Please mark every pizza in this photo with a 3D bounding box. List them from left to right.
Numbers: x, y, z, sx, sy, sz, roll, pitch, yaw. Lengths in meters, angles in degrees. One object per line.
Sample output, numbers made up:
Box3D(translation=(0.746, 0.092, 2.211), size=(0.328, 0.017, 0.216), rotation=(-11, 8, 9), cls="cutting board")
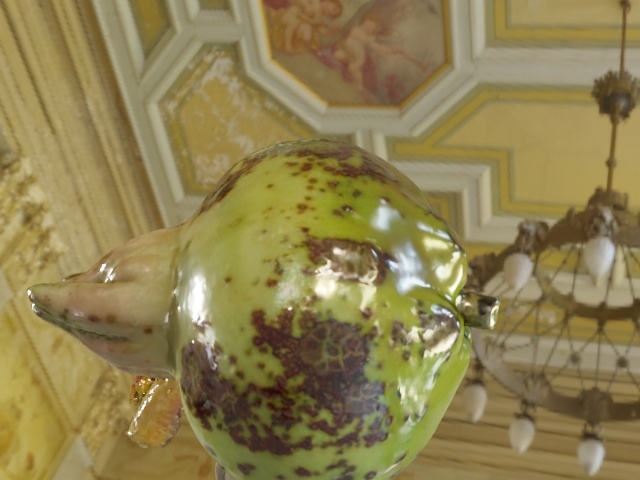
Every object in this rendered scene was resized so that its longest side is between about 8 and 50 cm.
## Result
Box3D(translation=(-0.155, 0.100, 1.204), size=(0.074, 0.288, 0.251), rotation=(31, -72, -14), cls="pizza")

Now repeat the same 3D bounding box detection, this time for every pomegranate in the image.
Box3D(translation=(-0.038, 0.037, 0.607), size=(0.276, 0.222, 0.204), rotation=(22, -46, -12), cls="pomegranate")

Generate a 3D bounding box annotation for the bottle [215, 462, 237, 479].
Box3D(translation=(-0.054, 0.178, 0.959), size=(0.098, 0.152, 0.099), rotation=(0, -49, 0), cls="bottle")
